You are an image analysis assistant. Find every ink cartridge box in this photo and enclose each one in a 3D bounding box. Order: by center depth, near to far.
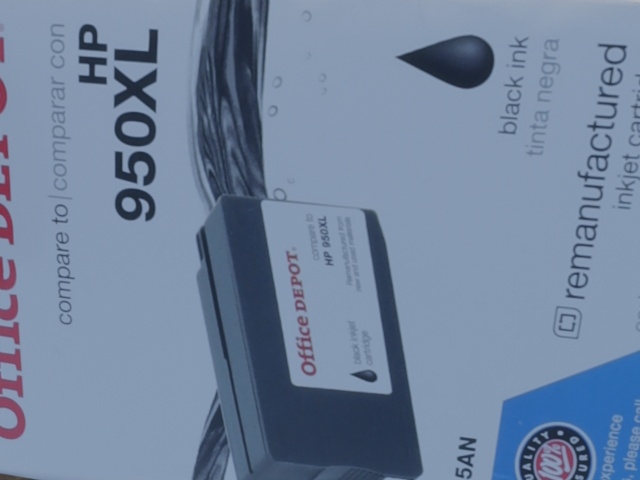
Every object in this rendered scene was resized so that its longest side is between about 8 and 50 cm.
[{"bbox_3d":[0.000,0.000,0.430,0.395,0.166,0.285,6,106,8],"label":"ink cartridge box"}]
